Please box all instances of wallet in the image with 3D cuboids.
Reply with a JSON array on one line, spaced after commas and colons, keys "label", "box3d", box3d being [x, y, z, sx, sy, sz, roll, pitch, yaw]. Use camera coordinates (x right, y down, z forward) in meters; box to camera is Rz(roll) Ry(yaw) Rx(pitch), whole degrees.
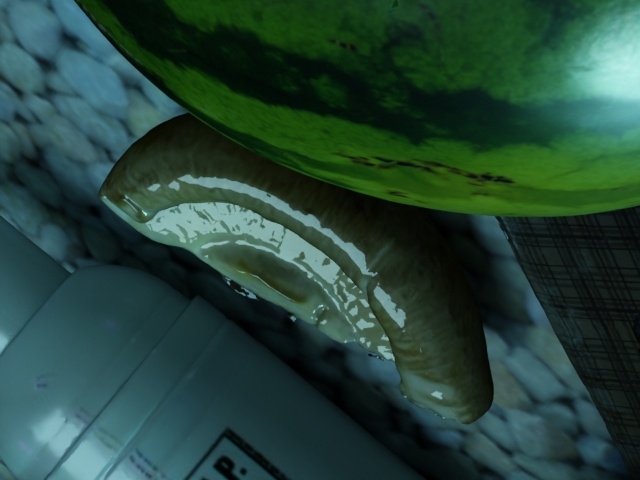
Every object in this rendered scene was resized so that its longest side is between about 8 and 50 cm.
[{"label": "wallet", "box3d": [0.159, 0.049, 0.842, 0.124, 0.042, 0.230, 4, 134, 42]}]

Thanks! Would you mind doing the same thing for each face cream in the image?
[{"label": "face cream", "box3d": [-0.088, 0.102, 1.039, 0.369, 0.145, 0.145, 39, 146, -3]}]

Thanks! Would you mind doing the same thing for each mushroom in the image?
[{"label": "mushroom", "box3d": [0.002, -0.001, 0.902, 0.209, 0.072, 0.094, 30, 147, 6]}]

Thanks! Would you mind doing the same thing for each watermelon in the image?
[{"label": "watermelon", "box3d": [0.052, -0.142, 0.501, 0.285, 0.285, 0.285, 25, 144, 19]}]
